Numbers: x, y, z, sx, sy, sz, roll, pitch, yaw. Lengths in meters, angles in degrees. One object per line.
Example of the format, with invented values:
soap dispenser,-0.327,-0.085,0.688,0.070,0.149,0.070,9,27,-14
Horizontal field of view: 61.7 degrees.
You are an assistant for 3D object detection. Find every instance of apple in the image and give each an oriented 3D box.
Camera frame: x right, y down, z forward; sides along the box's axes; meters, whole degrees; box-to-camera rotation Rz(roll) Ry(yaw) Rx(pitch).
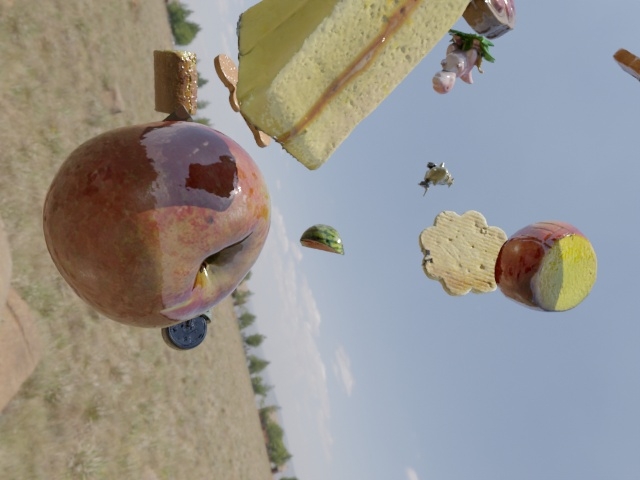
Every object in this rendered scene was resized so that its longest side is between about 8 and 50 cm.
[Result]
apple,-0.247,-0.029,0.841,0.277,0.348,0.348,40,-22,17

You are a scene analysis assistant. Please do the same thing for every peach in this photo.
peach,0.591,0.080,1.451,0.245,0.274,0.249,-30,-103,52

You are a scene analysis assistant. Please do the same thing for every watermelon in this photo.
watermelon,-0.007,-0.003,1.671,0.163,0.069,0.087,10,-75,33

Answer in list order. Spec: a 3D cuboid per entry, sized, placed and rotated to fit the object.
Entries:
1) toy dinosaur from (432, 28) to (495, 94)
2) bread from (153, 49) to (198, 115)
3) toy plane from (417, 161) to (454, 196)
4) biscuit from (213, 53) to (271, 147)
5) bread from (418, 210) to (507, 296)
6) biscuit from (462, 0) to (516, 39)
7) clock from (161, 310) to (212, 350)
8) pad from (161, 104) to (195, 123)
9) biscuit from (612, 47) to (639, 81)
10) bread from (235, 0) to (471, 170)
toy dinosaur,0.393,-0.477,1.489,0.194,0.152,0.177,-7,119,-65
bread,-0.398,-0.436,1.482,0.132,0.103,0.172,20,-66,41
toy plane,0.412,-0.220,1.958,0.286,0.108,0.092,157,-47,-80
biscuit,-0.201,-0.367,1.392,0.250,0.036,0.165,55,27,-32
bread,0.458,0.039,1.712,0.054,0.316,0.316,99,-24,-62
biscuit,0.234,-0.514,0.923,0.359,0.074,0.381,60,32,-2
clock,-0.382,0.060,1.303,0.379,0.276,0.120,44,-31,-15
pad,-0.392,-0.225,1.395,0.158,0.235,0.003,58,28,-8
biscuit,0.811,-0.344,1.238,0.047,0.202,0.334,-55,-152,26
bread,0.043,-0.223,0.630,0.167,0.264,0.163,32,48,-47
